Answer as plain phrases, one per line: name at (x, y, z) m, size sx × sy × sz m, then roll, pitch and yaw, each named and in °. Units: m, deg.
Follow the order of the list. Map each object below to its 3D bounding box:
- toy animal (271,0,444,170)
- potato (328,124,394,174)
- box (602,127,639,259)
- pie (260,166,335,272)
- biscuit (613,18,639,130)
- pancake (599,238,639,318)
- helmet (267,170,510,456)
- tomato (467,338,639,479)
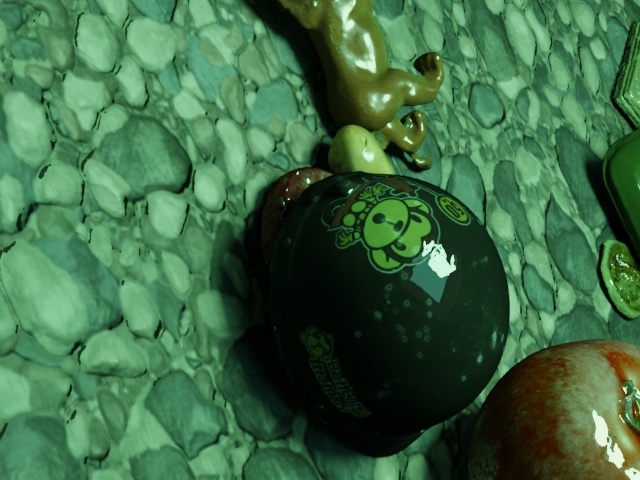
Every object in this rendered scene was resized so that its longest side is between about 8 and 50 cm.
toy animal at (0.024, -0.203, 1.448) m, size 0.157 × 0.097 × 0.312 m, roll -26°, pitch 93°, yaw -39°
potato at (0.042, -0.076, 1.407) m, size 0.083 × 0.062 × 0.068 m, roll 29°, pitch 37°, yaw -38°
box at (0.552, -0.072, 1.770) m, size 0.253 × 0.328 × 0.178 m, roll 66°, pitch 23°, yaw 2°
pie at (0.000, 0.000, 1.340) m, size 0.154 × 0.036 × 0.154 m, roll 22°, pitch 58°, yaw -39°
biscuit at (0.470, -0.220, 1.977) m, size 0.121 × 0.040 × 0.199 m, roll 47°, pitch 41°, yaw -22°
pancake at (0.380, 0.049, 1.751) m, size 0.108 × 0.017 × 0.108 m, roll 25°, pitch 50°, yaw -35°
helmet at (0.085, 0.066, 1.266) m, size 0.230 × 0.160 × 0.279 m, roll -45°, pitch 116°, yaw -39°
tomato at (0.267, 0.234, 1.363) m, size 0.270 × 0.227 × 0.270 m, roll 25°, pitch 38°, yaw -21°
